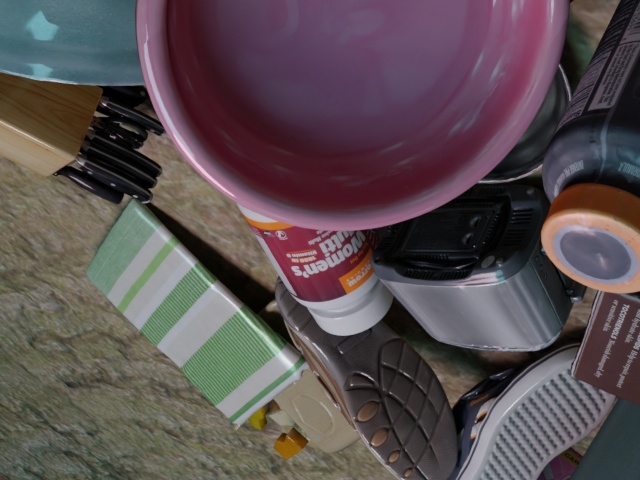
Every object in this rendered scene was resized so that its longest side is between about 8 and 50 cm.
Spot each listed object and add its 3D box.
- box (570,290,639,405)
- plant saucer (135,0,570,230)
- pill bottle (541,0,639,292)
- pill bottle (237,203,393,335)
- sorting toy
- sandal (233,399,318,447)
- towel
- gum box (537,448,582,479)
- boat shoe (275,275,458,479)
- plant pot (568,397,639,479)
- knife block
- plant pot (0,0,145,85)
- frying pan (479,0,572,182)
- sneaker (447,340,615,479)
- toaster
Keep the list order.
[{"bbox_3d":[0.355,0.058,1.077,0.203,0.168,0.167,22,148,15],"label":"box"},{"bbox_3d":[0.023,-0.174,0.922,0.332,0.332,0.084,48,-176,-27],"label":"plant saucer"},{"bbox_3d":[0.245,-0.079,0.897,0.130,0.246,0.130,22,149,14],"label":"pill bottle"},{"bbox_3d":[0.000,0.000,1.351,0.121,0.121,0.221,7,142,35],"label":"pill bottle"},{"bbox_3d":[-0.032,0.207,1.722,0.229,0.041,0.307,43,144,-1],"label":"sorting toy"},{"bbox_3d":[-0.100,0.265,1.866,0.240,0.079,0.088,37,149,-10],"label":"sandal"},{"bbox_3d":[-0.178,0.105,1.689,0.325,0.038,0.248,45,144,-1],"label":"towel"},{"bbox_3d":[0.317,0.340,1.581,0.188,0.107,0.062,36,149,-8],"label":"gum box"},{"bbox_3d":[0.057,0.164,1.498,0.324,0.123,0.116,58,167,9],"label":"boat shoe"},{"bbox_3d":[0.375,0.339,1.268,0.341,0.334,0.341,28,161,11],"label":"plant pot"},{"bbox_3d":[-0.315,-0.123,1.344,0.088,0.275,0.242,-21,92,53],"label":"knife block"},{"bbox_3d":[-0.186,-0.274,1.002,0.293,0.293,0.196,20,120,19],"label":"plant pot"},{"bbox_3d":[0.139,-0.181,1.036,0.197,0.053,0.326,22,137,12],"label":"frying pan"},{"bbox_3d":[0.234,0.206,1.448,0.126,0.127,0.321,16,129,-19],"label":"sneaker"},{"bbox_3d":[0.159,0.031,1.252,0.227,0.129,0.146,-1,139,40],"label":"toaster"}]
